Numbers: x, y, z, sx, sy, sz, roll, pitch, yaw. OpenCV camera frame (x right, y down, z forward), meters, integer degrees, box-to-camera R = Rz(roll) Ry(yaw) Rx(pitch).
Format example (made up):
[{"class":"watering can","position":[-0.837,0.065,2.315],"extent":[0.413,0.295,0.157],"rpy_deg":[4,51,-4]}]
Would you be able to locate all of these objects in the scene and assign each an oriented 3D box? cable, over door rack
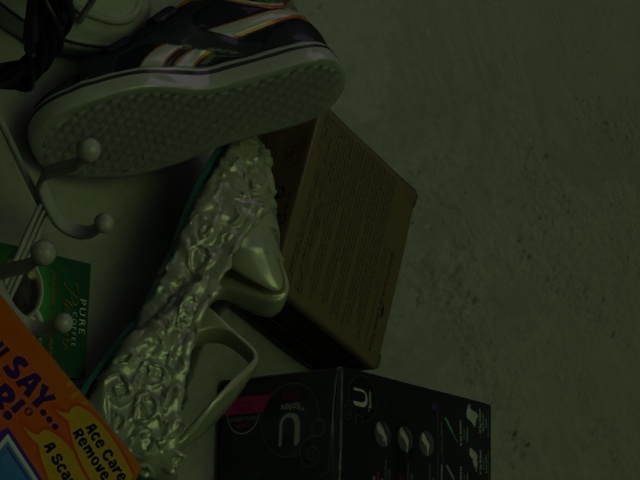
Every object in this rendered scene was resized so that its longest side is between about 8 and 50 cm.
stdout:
[{"class":"cable","position":[-0.289,-0.208,1.512],"extent":[0.047,0.150,0.184],"rpy_deg":[-105,171,-54]},{"class":"over door rack","position":[-0.278,-0.017,1.393],"extent":[0.324,0.108,0.239],"rpy_deg":[61,39,-46]}]

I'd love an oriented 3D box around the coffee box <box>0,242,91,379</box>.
[{"class":"coffee box","position":[-0.284,0.060,1.542],"extent":[0.184,0.040,0.113],"rpy_deg":[14,71,-49]}]

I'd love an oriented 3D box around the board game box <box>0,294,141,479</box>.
[{"class":"board game box","position":[-0.410,0.170,1.095],"extent":[0.356,0.356,0.356],"rpy_deg":[55,44,-28]}]

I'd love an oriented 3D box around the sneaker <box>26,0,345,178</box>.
[{"class":"sneaker","position":[-0.144,-0.154,1.689],"extent":[0.321,0.126,0.127],"rpy_deg":[-14,53,-25]}]

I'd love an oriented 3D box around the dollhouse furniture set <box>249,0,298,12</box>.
[{"class":"dollhouse furniture set","position":[-0.045,-0.281,1.904],"extent":[0.058,0.076,0.152],"rpy_deg":[53,45,-30]}]

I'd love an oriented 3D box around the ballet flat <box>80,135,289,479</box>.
[{"class":"ballet flat","position":[-0.109,0.074,1.673],"extent":[0.147,0.147,0.409],"rpy_deg":[50,51,-32]}]

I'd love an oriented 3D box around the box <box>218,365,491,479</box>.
[{"class":"box","position":[0.040,0.226,1.812],"extent":[0.270,0.165,0.143],"rpy_deg":[19,67,-49]}]

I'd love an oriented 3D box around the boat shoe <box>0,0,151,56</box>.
[{"class":"boat shoe","position":[-0.255,-0.287,1.570],"extent":[0.367,0.156,0.136],"rpy_deg":[34,56,-43]}]

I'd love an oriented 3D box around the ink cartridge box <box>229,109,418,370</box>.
[{"class":"ink cartridge box","position":[0.000,0.000,1.881],"extent":[0.193,0.088,0.235],"rpy_deg":[43,50,-39]}]
